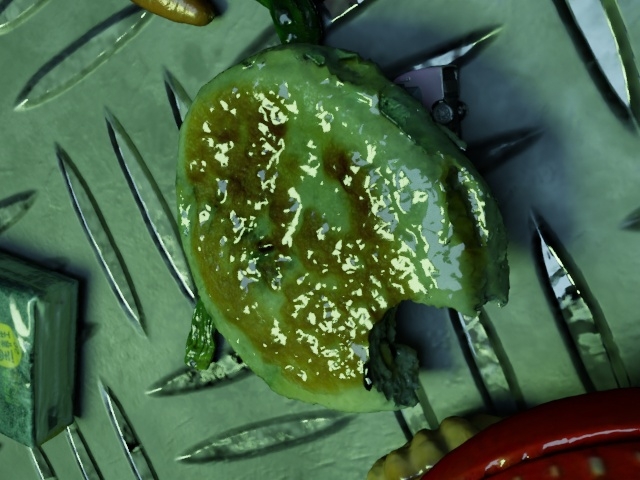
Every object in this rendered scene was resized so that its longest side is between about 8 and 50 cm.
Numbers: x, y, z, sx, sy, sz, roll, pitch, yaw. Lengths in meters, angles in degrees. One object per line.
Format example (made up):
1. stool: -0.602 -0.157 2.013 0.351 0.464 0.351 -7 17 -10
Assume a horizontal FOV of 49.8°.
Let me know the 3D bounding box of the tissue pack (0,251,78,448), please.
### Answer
1. tissue pack: -0.391 0.100 0.781 0.257 0.081 0.185 16 109 22

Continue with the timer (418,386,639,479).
1. timer: 0.200 0.267 0.387 0.378 0.279 0.377 4 112 11

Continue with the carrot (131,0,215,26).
1. carrot: -0.150 -0.223 0.594 0.139 0.048 0.048 34 116 15

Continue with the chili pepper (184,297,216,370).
1. chili pepper: -0.111 0.086 0.665 0.030 0.034 0.091 14 111 -11

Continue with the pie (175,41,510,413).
1. pie: -0.006 -0.005 0.541 0.303 0.067 0.302 14 113 35

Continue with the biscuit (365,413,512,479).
1. biscuit: 0.097 0.189 0.557 0.118 0.061 0.183 29 123 -28

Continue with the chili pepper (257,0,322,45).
1. chili pepper: -0.035 -0.185 0.552 0.055 0.035 0.118 -43 85 12

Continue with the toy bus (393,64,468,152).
1. toy bus: 0.083 -0.064 0.520 0.052 0.037 0.130 2 105 32
